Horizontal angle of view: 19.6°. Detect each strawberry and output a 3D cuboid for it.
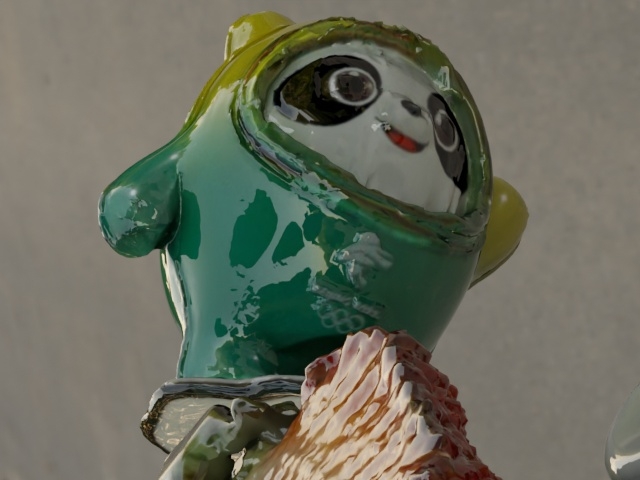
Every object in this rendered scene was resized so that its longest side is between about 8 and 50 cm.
[{"bbox_3d":[0.007,0.133,0.775,0.106,0.188,0.286,40,166,-16],"label":"strawberry"}]

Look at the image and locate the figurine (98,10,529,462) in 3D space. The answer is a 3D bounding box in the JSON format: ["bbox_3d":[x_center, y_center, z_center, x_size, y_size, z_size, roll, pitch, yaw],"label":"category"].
[{"bbox_3d":[0.000,0.000,1.300,0.231,0.323,0.340,-40,32,52],"label":"figurine"}]

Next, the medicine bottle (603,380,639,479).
[{"bbox_3d":[0.218,0.121,0.775,0.191,0.107,0.107,44,164,-9],"label":"medicine bottle"}]
